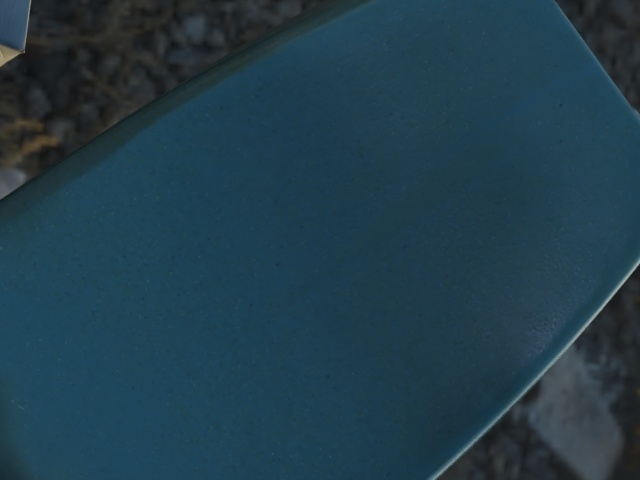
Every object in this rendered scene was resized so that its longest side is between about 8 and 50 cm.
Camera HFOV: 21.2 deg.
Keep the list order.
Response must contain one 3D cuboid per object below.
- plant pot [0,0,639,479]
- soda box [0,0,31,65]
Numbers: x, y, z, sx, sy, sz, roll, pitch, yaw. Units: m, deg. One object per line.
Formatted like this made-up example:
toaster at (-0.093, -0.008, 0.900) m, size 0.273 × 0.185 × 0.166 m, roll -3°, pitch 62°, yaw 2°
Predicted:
plant pot at (0.000, 0.000, 0.609) m, size 0.166 × 0.234 × 0.165 m, roll 52°, pitch 11°, yaw -6°
soda box at (-0.169, -0.204, 0.713) m, size 0.098 × 0.091 × 0.286 m, roll 19°, pitch 63°, yaw -37°
